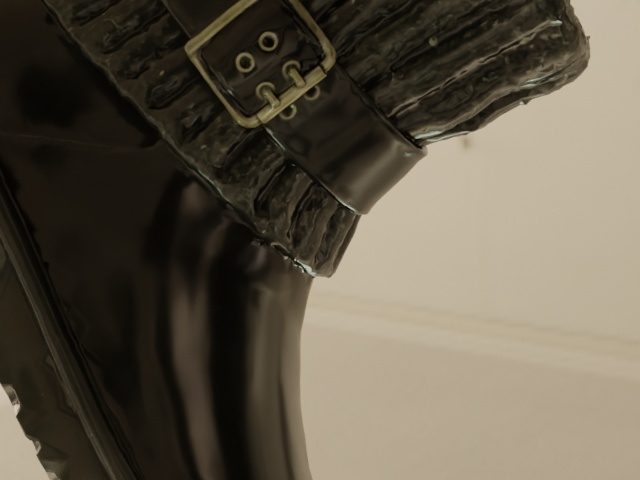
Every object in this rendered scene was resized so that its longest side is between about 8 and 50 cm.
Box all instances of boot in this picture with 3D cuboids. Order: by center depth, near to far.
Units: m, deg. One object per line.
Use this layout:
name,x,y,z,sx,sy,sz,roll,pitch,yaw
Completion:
boot,0.000,-0.001,0.629,0.260,0.348,0.131,-27,176,-5
